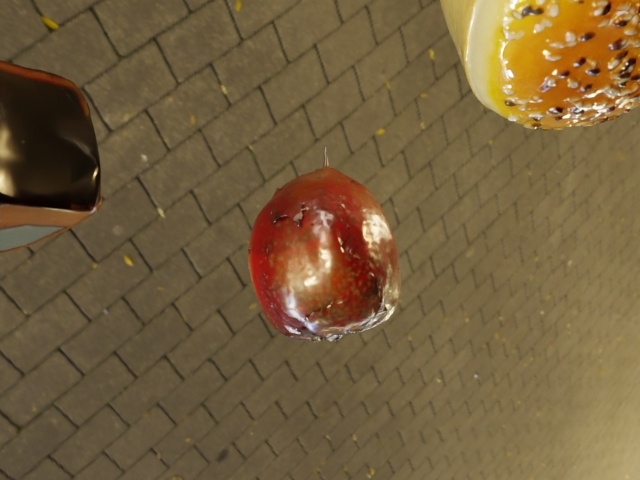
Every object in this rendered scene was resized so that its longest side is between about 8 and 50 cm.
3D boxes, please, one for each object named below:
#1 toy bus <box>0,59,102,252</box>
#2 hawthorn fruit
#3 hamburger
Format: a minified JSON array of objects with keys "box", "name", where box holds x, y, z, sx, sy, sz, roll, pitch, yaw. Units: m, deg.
[{"box":[-0.280,-0.051,0.254,0.408,0.092,0.093,4,66,-47],"name":"toy bus"},{"box":[0.000,0.000,0.808,0.181,0.181,0.235,24,53,-51],"name":"hawthorn fruit"},{"box":[0.244,-0.225,0.591,0.300,0.176,0.300,-18,141,-15],"name":"hamburger"}]
